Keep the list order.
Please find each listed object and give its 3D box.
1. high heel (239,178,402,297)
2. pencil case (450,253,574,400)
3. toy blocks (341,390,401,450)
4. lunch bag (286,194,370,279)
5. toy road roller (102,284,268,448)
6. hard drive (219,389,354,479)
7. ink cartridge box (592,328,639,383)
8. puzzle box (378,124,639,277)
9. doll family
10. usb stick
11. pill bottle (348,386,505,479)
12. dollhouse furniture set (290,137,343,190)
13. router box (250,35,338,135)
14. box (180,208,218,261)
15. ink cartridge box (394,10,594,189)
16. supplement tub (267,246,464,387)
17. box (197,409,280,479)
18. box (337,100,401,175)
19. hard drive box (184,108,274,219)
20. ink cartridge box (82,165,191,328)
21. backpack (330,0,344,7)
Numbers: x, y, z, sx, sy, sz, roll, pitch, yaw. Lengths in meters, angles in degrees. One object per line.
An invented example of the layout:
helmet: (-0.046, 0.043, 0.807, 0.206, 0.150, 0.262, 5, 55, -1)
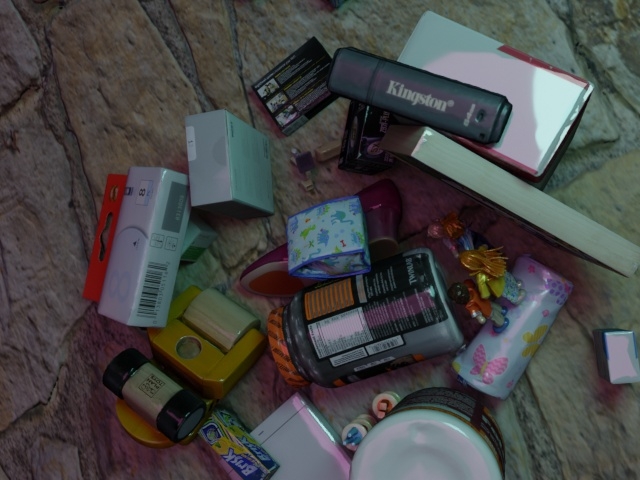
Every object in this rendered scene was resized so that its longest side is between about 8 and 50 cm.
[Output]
high heel: (0.000, 0.000, 1.394, 0.378, 0.127, 0.181, -16, 44, 22)
pencil case: (0.357, 0.163, 1.246, 0.273, 0.114, 0.124, -59, 37, 5)
toy blocks: (0.097, 0.348, 1.284, 0.054, 0.148, 0.123, 45, 98, 15)
lunch bag: (0.012, 0.001, 1.236, 0.151, 0.096, 0.128, -10, 55, 9)
toy road roller: (-0.279, 0.283, 1.400, 0.203, 0.240, 0.329, 33, 57, 17)
hard drive: (-0.016, 0.517, 1.354, 0.233, 0.047, 0.353, -43, 76, 8)
ink cartridge box: (0.527, 0.203, 1.188, 0.052, 0.122, 0.088, -7, 84, 12)
puzzle box: (0.305, -0.075, 1.122, 0.409, 0.272, 0.052, 28, 96, -9)
doll family: (0.281, 0.027, 1.196, 0.118, 0.163, 0.262, -42, 34, 26)
usb stick: (0.139, -0.215, 0.981, 0.278, 0.045, 0.077, 23, 95, 17)
pill bottle: (0.198, 0.370, 1.126, 0.224, 0.392, 0.223, -1, 85, 16)
dollhouse furniture set: (-0.005, -0.177, 1.435, 0.114, 0.091, 0.081, -25, 35, -9)
router box: (-0.042, -0.333, 1.440, 0.179, 0.046, 0.133, -35, 76, 10)
box: (-0.300, -0.017, 1.456, 0.102, 0.101, 0.087, 41, 96, 14)
ink cartridge box: (0.292, -0.210, 1.159, 0.279, 0.385, 0.160, 29, 96, 16)
supplement tub: (0.084, 0.157, 1.275, 0.338, 0.207, 0.207, -20, 80, 14)
box: (-0.165, 0.424, 1.351, 0.169, 0.059, 0.054, 40, 99, 17)
box: (0.099, -0.213, 1.313, 0.078, 0.180, 0.147, 11, 89, -10)
hard drive box: (-0.179, -0.148, 1.365, 0.089, 0.232, 0.181, -7, 82, 15)
ink cartridge box: (-0.425, -0.001, 1.408, 0.385, 0.091, 0.307, 8, 86, 46)
backpack: (0.062, -0.594, 1.384, 0.173, 0.158, 0.116, -36, 85, -2)
